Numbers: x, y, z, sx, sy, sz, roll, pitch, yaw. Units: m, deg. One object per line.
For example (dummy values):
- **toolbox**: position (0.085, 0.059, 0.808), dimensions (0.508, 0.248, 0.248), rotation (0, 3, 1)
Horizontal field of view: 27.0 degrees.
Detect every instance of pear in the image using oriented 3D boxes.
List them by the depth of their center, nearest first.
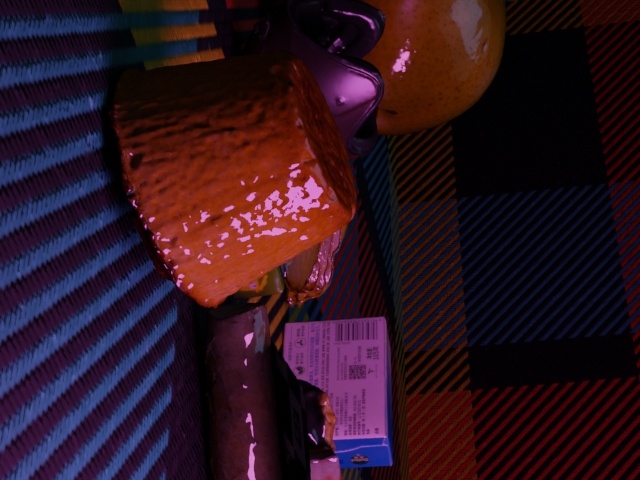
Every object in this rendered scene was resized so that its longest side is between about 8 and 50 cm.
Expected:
- **pear**: position (0.158, -0.383, 2.371), dimensions (0.362, 0.362, 0.418), rotation (75, 34, -52)

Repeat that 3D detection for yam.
- **yam**: position (-0.067, 0.247, 1.281), dimensions (0.083, 0.083, 0.372), rotation (-8, 92, -82)

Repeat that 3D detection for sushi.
- **sushi**: position (-0.006, 0.266, 1.339), dimensions (0.343, 0.064, 0.359), rotation (-137, -137, -74)

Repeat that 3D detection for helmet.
- **helmet**: position (-0.003, -0.195, 1.627), dimensions (0.216, 0.193, 0.189), rotation (59, 19, -32)

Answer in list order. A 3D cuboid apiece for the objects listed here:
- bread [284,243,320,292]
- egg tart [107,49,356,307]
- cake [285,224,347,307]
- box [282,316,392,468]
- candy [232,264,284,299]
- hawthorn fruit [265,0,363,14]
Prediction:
- **bread**: position (-0.052, -0.026, 1.687), dimensions (0.149, 0.065, 0.188), rotation (50, 41, -56)
- **egg tart**: position (-0.075, -0.064, 1.112), dimensions (0.215, 0.170, 0.215), rotation (-21, 90, -77)
- **cake**: position (0.004, 0.001, 1.840), dimensions (0.116, 0.079, 0.185), rotation (-39, 136, -73)
- **box**: position (0.022, 0.199, 1.740), dimensions (0.073, 0.139, 0.194), rotation (78, 11, -47)
- **candy**: position (-0.075, -0.038, 1.490), dimensions (0.097, 0.062, 0.195), rotation (76, 10, -45)
- **hawthorn fruit**: position (-0.009, -0.353, 1.886), dimensions (0.149, 0.149, 0.189), rotation (-77, 164, -67)
